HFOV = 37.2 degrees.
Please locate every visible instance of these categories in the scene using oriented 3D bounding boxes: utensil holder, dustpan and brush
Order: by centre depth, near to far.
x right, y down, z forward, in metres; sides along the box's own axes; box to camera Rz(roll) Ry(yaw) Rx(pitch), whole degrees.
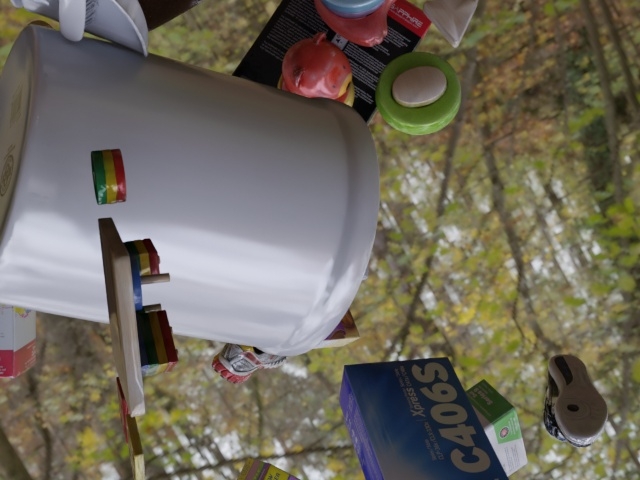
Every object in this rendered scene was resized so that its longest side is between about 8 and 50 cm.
[{"bbox_3d":[-0.234,-0.246,0.906,0.211,0.147,0.060,115,-6,-59],"label":"dustpan and brush"},{"bbox_3d":[-0.180,-0.048,1.102,0.386,0.327,0.328,11,164,-28],"label":"utensil holder"}]

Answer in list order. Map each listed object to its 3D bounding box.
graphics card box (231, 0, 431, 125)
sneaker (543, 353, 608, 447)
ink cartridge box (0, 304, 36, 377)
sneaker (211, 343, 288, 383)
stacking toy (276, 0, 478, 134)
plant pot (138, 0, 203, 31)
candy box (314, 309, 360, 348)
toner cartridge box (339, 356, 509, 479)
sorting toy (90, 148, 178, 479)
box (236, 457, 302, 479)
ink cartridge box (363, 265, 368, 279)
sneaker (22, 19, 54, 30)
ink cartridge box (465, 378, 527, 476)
[{"bbox_3d":[-0.008,-0.267,1.571,0.371,0.233,0.094,-59,-178,-10],"label":"graphics card box"},{"bbox_3d":[0.400,0.286,1.501,0.079,0.121,0.217,3,-154,6],"label":"sneaker"},{"bbox_3d":[-0.482,0.097,1.353,0.128,0.176,0.127,1,-176,-2],"label":"ink cartridge box"},{"bbox_3d":[-0.103,0.188,1.746,0.092,0.088,0.225,-56,167,26],"label":"sneaker"},{"bbox_3d":[0.090,-0.312,1.421,0.130,0.280,0.308,80,24,-73],"label":"stacking toy"},{"bbox_3d":[-0.228,-0.410,1.222,0.215,0.230,0.215,-26,-158,11],"label":"plant pot"},{"bbox_3d":[0.007,0.171,2.030,0.053,0.109,0.187,-28,164,23],"label":"candy box"},{"bbox_3d":[0.146,0.301,1.269,0.165,0.075,0.348,-4,-144,-14],"label":"toner cartridge box"},{"bbox_3d":[-0.149,0.066,0.791,0.046,0.274,0.132,-7,-164,-16],"label":"sorting toy"},{"bbox_3d":[-0.056,0.526,1.631,0.213,0.243,0.117,-62,-163,-18],"label":"box"},{"bbox_3d":[0.000,0.000,1.225,0.045,0.145,0.179,11,159,-26],"label":"ink cartridge box"},{"bbox_3d":[-0.413,-0.245,1.421,0.070,0.185,0.084,-9,-147,-15],"label":"sneaker"},{"bbox_3d":[0.297,0.476,2.099,0.289,0.211,0.121,-31,-139,-14],"label":"ink cartridge box"}]
